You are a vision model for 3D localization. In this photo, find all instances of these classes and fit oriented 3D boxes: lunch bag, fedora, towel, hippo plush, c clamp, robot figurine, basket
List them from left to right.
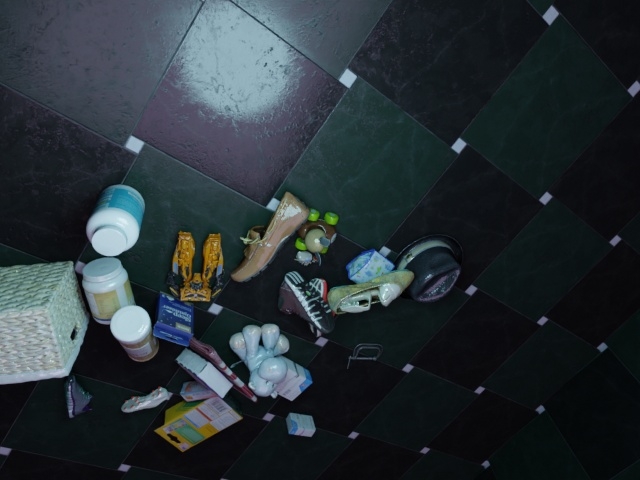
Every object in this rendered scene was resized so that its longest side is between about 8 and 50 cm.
[{"bbox_3d":[-0.971,0.257,1.503,0.332,0.328,0.266,-5,117,-11],"label":"basket"},{"bbox_3d":[-0.446,0.108,1.685,0.211,0.085,0.290,3,119,-15],"label":"robot figurine"},{"bbox_3d":[-0.396,0.507,1.862,0.037,0.237,0.329,-48,127,-25],"label":"towel"},{"bbox_3d":[-0.255,0.497,1.874,0.234,0.236,0.294,37,106,-29],"label":"hippo plush"},{"bbox_3d":[0.205,0.524,2.140,0.161,0.022,0.137,0,115,-13],"label":"c clamp"},{"bbox_3d":[0.199,0.110,1.845,0.129,0.096,0.151,35,117,-29],"label":"lunch bag"},{"bbox_3d":[0.453,0.143,1.896,0.334,0.152,0.333,-7,122,-11],"label":"fedora"}]

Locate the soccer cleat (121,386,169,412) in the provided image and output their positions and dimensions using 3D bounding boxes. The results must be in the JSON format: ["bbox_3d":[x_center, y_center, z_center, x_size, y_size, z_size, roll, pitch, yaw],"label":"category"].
[{"bbox_3d":[-0.736,0.684,1.966,0.196,0.068,0.076,-21,126,-5],"label":"soccer cleat"}]

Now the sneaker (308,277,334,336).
[{"bbox_3d":[0.009,0.261,1.902,0.119,0.107,0.278,-17,126,-27],"label":"sneaker"}]

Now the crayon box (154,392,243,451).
[{"bbox_3d":[-0.535,0.781,2.063,0.323,0.083,0.203,-31,123,4],"label":"crayon box"}]

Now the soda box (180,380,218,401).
[{"bbox_3d":[-0.494,0.626,1.966,0.183,0.058,0.062,-15,125,16],"label":"soda box"}]

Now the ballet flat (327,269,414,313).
[{"bbox_3d":[0.199,0.209,1.787,0.349,0.123,0.123,-14,123,3],"label":"ballet flat"}]

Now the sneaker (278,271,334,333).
[{"bbox_3d":[-0.068,0.268,1.801,0.107,0.281,0.162,-11,148,-47],"label":"sneaker"}]

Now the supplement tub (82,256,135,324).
[{"bbox_3d":[-0.733,0.174,1.615,0.145,0.144,0.199,-7,121,-11],"label":"supplement tub"}]

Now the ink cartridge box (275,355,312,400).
[{"bbox_3d":[-0.154,0.605,2.056,0.139,0.082,0.191,-44,119,13],"label":"ink cartridge box"}]

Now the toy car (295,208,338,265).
[{"bbox_3d":[0.000,0.000,1.673,0.149,0.188,0.154,10,117,-19],"label":"toy car"}]

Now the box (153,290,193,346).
[{"bbox_3d":[-0.526,0.280,1.683,0.137,0.225,0.036,27,109,-27],"label":"box"}]

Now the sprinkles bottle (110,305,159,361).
[{"bbox_3d":[-0.647,0.336,1.645,0.121,0.121,0.355,0,155,-14],"label":"sprinkles bottle"}]

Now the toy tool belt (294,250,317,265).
[{"bbox_3d":[-0.054,0.071,1.791,0.083,0.052,0.051,11,148,-17],"label":"toy tool belt"}]

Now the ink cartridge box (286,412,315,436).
[{"bbox_3d":[-0.095,0.881,2.231,0.123,0.088,0.052,17,114,-23],"label":"ink cartridge box"}]

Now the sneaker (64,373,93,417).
[{"bbox_3d":[-0.967,0.609,1.869,0.098,0.083,0.223,-8,129,-34],"label":"sneaker"}]

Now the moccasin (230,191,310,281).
[{"bbox_3d":[-0.201,-0.008,1.652,0.147,0.139,0.380,37,110,-15],"label":"moccasin"}]

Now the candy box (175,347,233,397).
[{"bbox_3d":[-0.466,0.527,1.863,0.070,0.196,0.164,-51,126,-25],"label":"candy box"}]

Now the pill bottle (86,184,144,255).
[{"bbox_3d":[-0.628,-0.059,1.433,0.146,0.264,0.146,-7,121,-11],"label":"pill bottle"}]
